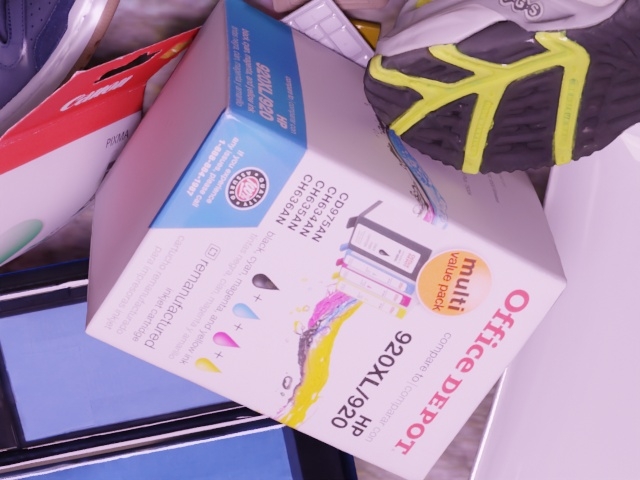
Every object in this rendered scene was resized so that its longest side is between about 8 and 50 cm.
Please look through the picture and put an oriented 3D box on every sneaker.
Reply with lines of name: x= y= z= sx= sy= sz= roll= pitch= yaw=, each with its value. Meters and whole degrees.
sneaker: x=0.197 y=-0.139 z=0.968 sx=0.384 sy=0.147 sz=0.145 roll=-2 pitch=144 yaw=35
sneaker: x=-0.248 y=-0.124 z=1.148 sx=0.153 sy=0.099 sz=0.282 roll=36 pitch=129 yaw=-21

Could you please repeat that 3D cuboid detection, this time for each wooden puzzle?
wooden puzzle: x=0.004 y=-0.170 z=1.125 sx=0.078 sy=0.014 sz=0.116 roll=2 pitch=130 yaw=2

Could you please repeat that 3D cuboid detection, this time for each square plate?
square plate: x=0.281 y=0.104 z=1.174 sx=0.347 sy=0.049 sz=0.344 roll=15 pitch=90 yaw=-3

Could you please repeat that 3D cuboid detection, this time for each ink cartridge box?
ink cartridge box: x=-0.164 y=-0.044 z=1.146 sx=0.224 sy=0.181 sz=0.056 roll=-32 pitch=92 yaw=31
ink cartridge box: x=0.000 y=0.000 z=1.116 sx=0.232 sy=0.168 sz=0.171 roll=26 pitch=115 yaw=-18

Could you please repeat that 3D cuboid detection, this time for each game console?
game console: x=-0.119 y=0.151 z=1.254 sx=0.293 sy=0.173 sz=0.250 roll=-11 pitch=134 yaw=-6

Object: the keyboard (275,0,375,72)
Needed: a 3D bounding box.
keyboard: x=0.048 y=-0.055 z=1.201 sx=0.072 sy=0.014 sz=0.256 roll=-25 pitch=125 yaw=27
